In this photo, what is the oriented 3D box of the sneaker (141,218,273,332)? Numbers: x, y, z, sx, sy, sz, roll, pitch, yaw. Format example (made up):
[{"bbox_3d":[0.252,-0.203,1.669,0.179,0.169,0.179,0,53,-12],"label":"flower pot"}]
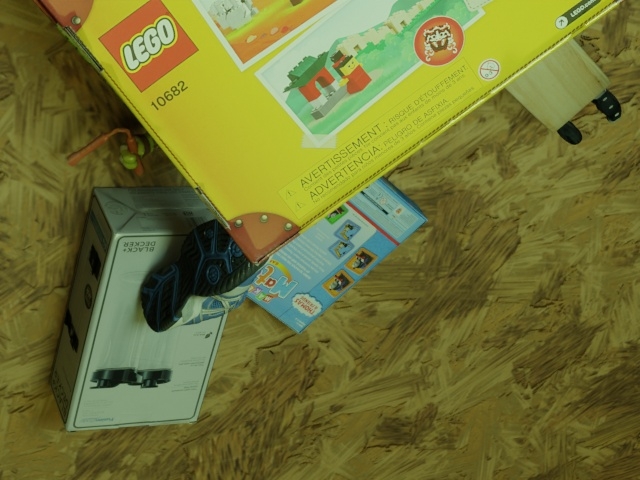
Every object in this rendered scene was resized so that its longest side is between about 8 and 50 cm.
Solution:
[{"bbox_3d":[-0.108,0.031,1.876,0.081,0.080,0.211,-3,160,-40],"label":"sneaker"}]

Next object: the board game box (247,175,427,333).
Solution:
[{"bbox_3d":[0.000,0.000,2.078,0.211,0.039,0.160,-42,134,10],"label":"board game box"}]

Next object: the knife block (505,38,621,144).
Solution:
[{"bbox_3d":[0.258,-0.175,1.925,0.088,0.275,0.242,-43,110,10],"label":"knife block"}]

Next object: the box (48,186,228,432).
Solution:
[{"bbox_3d":[-0.198,0.080,2.008,0.169,0.087,0.290,-3,128,-26],"label":"box"}]

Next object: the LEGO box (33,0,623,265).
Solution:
[{"bbox_3d":[0.013,-0.279,1.676,0.500,0.193,0.372,-35,118,4],"label":"LEGO box"}]

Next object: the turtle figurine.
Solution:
[{"bbox_3d":[-0.118,-0.118,1.878,0.269,0.087,0.217,-38,118,4],"label":"turtle figurine"}]
